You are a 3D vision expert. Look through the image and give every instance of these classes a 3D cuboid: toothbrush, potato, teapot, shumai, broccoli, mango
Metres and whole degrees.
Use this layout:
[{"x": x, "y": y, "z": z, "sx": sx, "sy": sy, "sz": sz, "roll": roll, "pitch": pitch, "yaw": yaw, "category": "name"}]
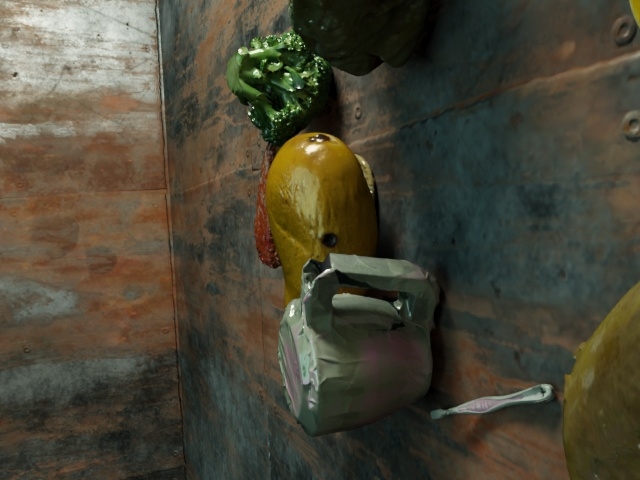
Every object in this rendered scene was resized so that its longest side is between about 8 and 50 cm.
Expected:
[{"x": 0.173, "y": 0.174, "z": 0.665, "sx": 0.204, "sy": 0.022, "sz": 0.017, "roll": 137, "pitch": 125, "yaw": -60, "category": "toothbrush"}, {"x": 0.224, "y": 0.126, "z": 0.450, "sx": 0.138, "sy": 0.098, "sz": 0.243, "roll": 157, "pitch": 108, "yaw": -67, "category": "potato"}, {"x": 0.045, "y": 0.115, "z": 0.768, "sx": 0.163, "sy": 0.178, "sz": 0.221, "roll": -161, "pitch": 67, "yaw": -72, "category": "teapot"}, {"x": 0.030, "y": -0.335, "z": 0.707, "sx": 0.218, "sy": 0.189, "sz": 0.255, "roll": 57, "pitch": 138, "yaw": 45, "category": "shumai"}, {"x": -0.063, "y": -0.235, "z": 0.971, "sx": 0.195, "sy": 0.156, "sz": 0.195, "roll": 19, "pitch": 112, "yaw": 57, "category": "broccoli"}, {"x": 0.005, "y": -0.003, "z": 0.873, "sx": 0.177, "sy": 0.120, "sz": 0.294, "roll": 21, "pitch": 124, "yaw": 50, "category": "mango"}]

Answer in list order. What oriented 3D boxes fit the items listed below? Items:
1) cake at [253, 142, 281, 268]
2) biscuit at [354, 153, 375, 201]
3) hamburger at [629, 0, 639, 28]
[{"x": -0.070, "y": -0.069, "z": 1.099, "sx": 0.117, "sy": 0.086, "sz": 0.220, "roll": 18, "pitch": 111, "yaw": 63, "category": "cake"}, {"x": 0.049, "y": -0.067, "z": 0.916, "sx": 0.120, "sy": 0.015, "sz": 0.120, "roll": 176, "pitch": 90, "yaw": -67, "category": "biscuit"}, {"x": 0.244, "y": -0.163, "z": 0.368, "sx": 0.141, "sy": 0.082, "sz": 0.126, "roll": 156, "pitch": 106, "yaw": -69, "category": "hamburger"}]
